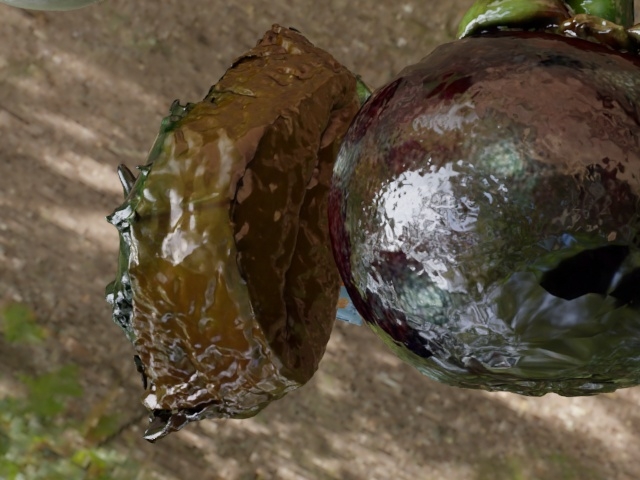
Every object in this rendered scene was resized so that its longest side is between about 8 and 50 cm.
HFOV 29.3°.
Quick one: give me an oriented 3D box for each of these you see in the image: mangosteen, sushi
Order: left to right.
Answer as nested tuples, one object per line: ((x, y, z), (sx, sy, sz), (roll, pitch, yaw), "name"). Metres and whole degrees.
((-0.064, -0.016, 0.758), (0.149, 0.287, 0.140), (12, 169, -40), "sushi")
((0.107, -0.026, 0.617), (0.216, 0.216, 0.216), (25, 162, 9), "mangosteen")

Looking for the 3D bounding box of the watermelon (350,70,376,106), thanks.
((0.065, -0.110, 1.220), (0.119, 0.063, 0.245), (29, -170, -21), "watermelon")

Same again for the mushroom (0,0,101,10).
((-0.236, -0.302, 1.037), (0.244, 0.243, 0.243), (25, 162, 9), "mushroom")

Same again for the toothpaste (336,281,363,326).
((0.000, 0.000, 0.994), (0.070, 0.044, 0.193), (15, -158, -10), "toothpaste")
